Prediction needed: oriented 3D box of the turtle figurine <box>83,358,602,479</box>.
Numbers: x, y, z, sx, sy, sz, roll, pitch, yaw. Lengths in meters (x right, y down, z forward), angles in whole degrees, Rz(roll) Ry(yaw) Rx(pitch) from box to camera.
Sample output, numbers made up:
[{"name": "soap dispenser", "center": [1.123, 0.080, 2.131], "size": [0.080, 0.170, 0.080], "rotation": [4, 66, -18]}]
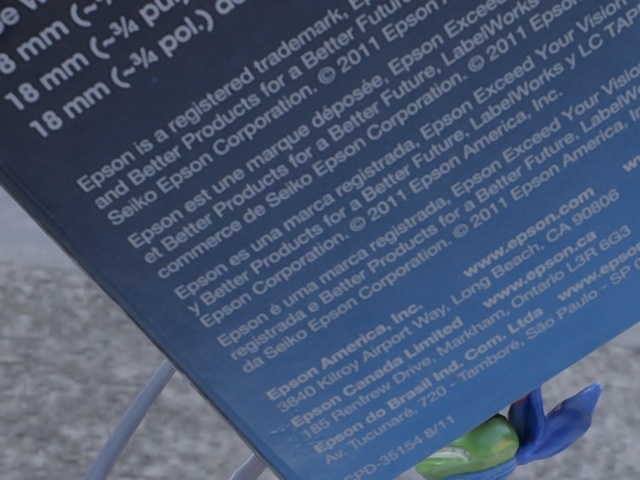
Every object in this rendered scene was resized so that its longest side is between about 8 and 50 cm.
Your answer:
[{"name": "turtle figurine", "center": [0.000, 0.000, 0.623], "size": [0.274, 0.266, 0.198], "rotation": [-5, -4, 0]}]

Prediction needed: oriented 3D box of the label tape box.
[{"name": "label tape box", "center": [0.009, -0.098, 0.358], "size": [0.240, 0.334, 0.106], "rotation": [-33, 40, 3]}]
